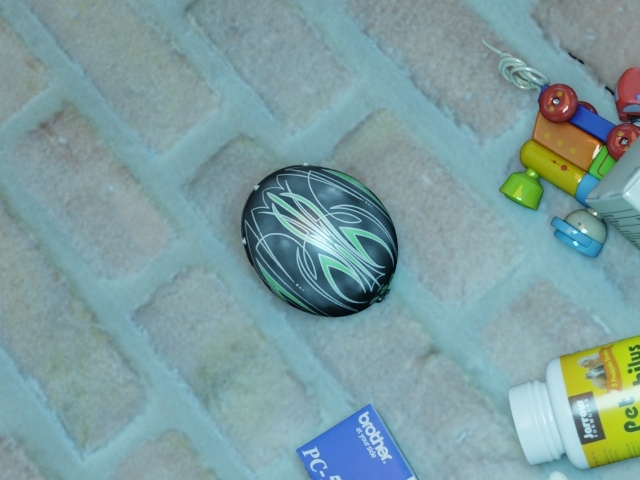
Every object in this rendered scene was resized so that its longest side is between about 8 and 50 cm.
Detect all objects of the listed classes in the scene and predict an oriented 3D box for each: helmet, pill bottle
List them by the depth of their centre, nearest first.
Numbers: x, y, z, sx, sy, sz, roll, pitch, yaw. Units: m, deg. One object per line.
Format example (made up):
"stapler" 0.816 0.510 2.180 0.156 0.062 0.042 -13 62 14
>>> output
"pill bottle" 0.302 0.159 1.604 0.215 0.117 0.117 -17 66 11
"helmet" 0.000 0.000 1.731 0.169 0.161 0.169 -6 69 15

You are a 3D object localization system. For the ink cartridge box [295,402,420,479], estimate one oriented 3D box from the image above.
"ink cartridge box" 0.066 0.283 1.670 0.097 0.046 0.207 -33 64 2

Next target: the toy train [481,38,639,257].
"toy train" 0.239 -0.098 1.738 0.248 0.105 0.143 34 96 25

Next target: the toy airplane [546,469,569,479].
"toy airplane" 0.389 0.298 1.477 0.386 0.272 0.384 39 96 -11

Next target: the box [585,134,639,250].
"box" 0.399 -0.012 1.573 0.232 0.148 0.127 42 86 -4

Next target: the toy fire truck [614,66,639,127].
"toy fire truck" 0.400 -0.159 1.683 0.192 0.135 0.047 8 73 19
